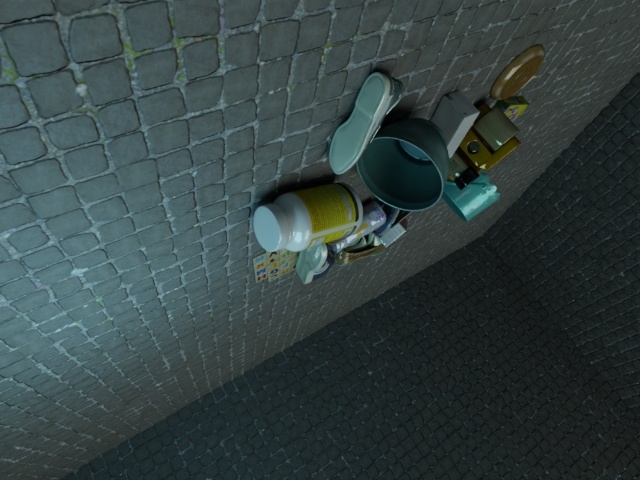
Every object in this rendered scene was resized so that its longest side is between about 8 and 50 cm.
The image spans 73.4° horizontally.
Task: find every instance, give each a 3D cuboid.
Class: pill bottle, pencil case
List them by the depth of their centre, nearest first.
[{"bbox_3d":[-0.039,-0.073,1.380,0.333,0.188,0.188,-17,153,-39],"label":"pill bottle"},{"bbox_3d":[0.141,-0.058,1.787,0.273,0.114,0.124,-30,-160,-12],"label":"pencil case"}]

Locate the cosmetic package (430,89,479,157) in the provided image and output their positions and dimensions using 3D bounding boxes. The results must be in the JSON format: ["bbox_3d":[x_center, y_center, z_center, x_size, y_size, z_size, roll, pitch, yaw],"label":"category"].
[{"bbox_3d":[0.450,-0.396,1.518,0.085,0.117,0.231,-26,159,-24],"label":"cosmetic package"}]

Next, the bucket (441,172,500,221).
[{"bbox_3d":[0.675,-0.235,2.007,0.183,0.281,0.281,-40,159,8],"label":"bucket"}]

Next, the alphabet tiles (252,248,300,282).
[{"bbox_3d":[-0.142,0.066,1.759,0.284,0.011,0.343,-26,157,-17],"label":"alphabet tiles"}]

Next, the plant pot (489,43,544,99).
[{"bbox_3d":[0.738,-0.614,1.599,0.236,0.032,0.236,-31,159,-13],"label":"plant pot"}]

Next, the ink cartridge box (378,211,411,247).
[{"bbox_3d":[0.399,-0.086,2.080,0.238,0.060,0.275,-41,180,17],"label":"ink cartridge box"}]

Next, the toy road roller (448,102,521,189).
[{"bbox_3d":[0.634,-0.378,1.741,0.329,0.203,0.240,-43,171,35],"label":"toy road roller"}]

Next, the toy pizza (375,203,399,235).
[{"bbox_3d":[0.297,-0.108,1.856,0.201,0.032,0.201,-61,-167,25],"label":"toy pizza"}]

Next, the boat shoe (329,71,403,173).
[{"bbox_3d":[0.127,-0.315,1.207,0.098,0.116,0.320,-12,145,-39],"label":"boat shoe"}]

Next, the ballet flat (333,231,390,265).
[{"bbox_3d":[0.212,0.019,2.099,0.342,0.116,0.124,-16,131,-24],"label":"ballet flat"}]

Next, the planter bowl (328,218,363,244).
[{"bbox_3d":[0.066,-0.077,1.641,0.162,0.109,0.162,-30,160,-12],"label":"planter bowl"}]

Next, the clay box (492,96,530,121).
[{"bbox_3d":[0.788,-0.537,1.812,0.221,0.053,0.127,-16,153,-39],"label":"clay box"}]

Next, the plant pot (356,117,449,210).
[{"bbox_3d":[0.288,-0.267,1.380,0.196,0.292,0.293,-54,170,-29],"label":"plant pot"}]

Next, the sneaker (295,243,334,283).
[{"bbox_3d":[0.000,0.063,1.772,0.148,0.131,0.350,-22,165,-22],"label":"sneaker"}]
